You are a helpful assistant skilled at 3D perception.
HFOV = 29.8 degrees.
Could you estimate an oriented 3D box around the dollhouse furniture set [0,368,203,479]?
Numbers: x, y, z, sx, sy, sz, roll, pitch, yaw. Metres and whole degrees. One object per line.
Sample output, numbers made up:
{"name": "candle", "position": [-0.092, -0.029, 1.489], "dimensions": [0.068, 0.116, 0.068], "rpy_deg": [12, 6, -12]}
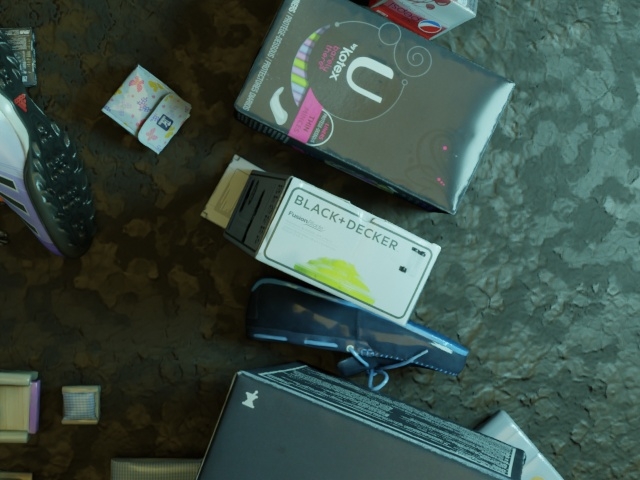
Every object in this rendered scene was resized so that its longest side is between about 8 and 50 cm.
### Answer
{"name": "dollhouse furniture set", "position": [-0.225, 0.297, 1.314], "dimensions": [0.303, 0.198, 0.286], "rpy_deg": [3, 91, -5]}

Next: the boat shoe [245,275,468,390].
{"name": "boat shoe", "position": [0.039, 0.117, 1.390], "dimensions": [0.258, 0.109, 0.089], "rpy_deg": [17, 88, 11]}

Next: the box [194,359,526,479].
{"name": "box", "position": [0.046, 0.261, 1.256], "dimensions": [0.296, 0.294, 0.183], "rpy_deg": [21, 89, 12]}

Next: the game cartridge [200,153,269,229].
{"name": "game cartridge", "position": [-0.097, -0.052, 1.407], "dimensions": [0.056, 0.017, 0.083], "rpy_deg": [30, 89, -1]}

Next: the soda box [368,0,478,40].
{"name": "soda box", "position": [0.128, -0.360, 1.327], "dimensions": [0.092, 0.083, 0.263], "rpy_deg": [24, 63, -30]}

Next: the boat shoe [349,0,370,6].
{"name": "boat shoe", "position": [-0.035, -0.368, 1.357], "dimensions": [0.320, 0.118, 0.103], "rpy_deg": [31, 93, 2]}

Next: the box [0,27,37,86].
{"name": "box", "position": [-0.370, -0.209, 1.379], "dimensions": [0.083, 0.018, 0.067], "rpy_deg": [-4, 92, -5]}

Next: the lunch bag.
{"name": "lunch bag", "position": [-0.198, -0.151, 1.379], "dimensions": [0.083, 0.053, 0.071], "rpy_deg": [40, 89, -14]}

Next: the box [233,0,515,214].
{"name": "box", "position": [0.054, -0.157, 1.353], "dimensions": [0.270, 0.143, 0.165], "rpy_deg": [25, 90, -5]}

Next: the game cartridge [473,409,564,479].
{"name": "game cartridge", "position": [0.238, 0.375, 1.427], "dimensions": [0.198, 0.062, 0.297], "rpy_deg": [-42, 94, -7]}

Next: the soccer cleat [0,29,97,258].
{"name": "soccer cleat", "position": [-0.363, -0.113, 1.344], "dimensions": [0.116, 0.108, 0.318], "rpy_deg": [-21, 107, 22]}

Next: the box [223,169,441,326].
{"name": "box", "position": [0.000, 0.000, 1.271], "dimensions": [0.169, 0.290, 0.087], "rpy_deg": [25, 89, -13]}

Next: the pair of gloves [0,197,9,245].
{"name": "pair of gloves", "position": [-0.384, -0.036, 1.386], "dimensions": [0.074, 0.010, 0.083], "rpy_deg": [22, 90, -5]}
